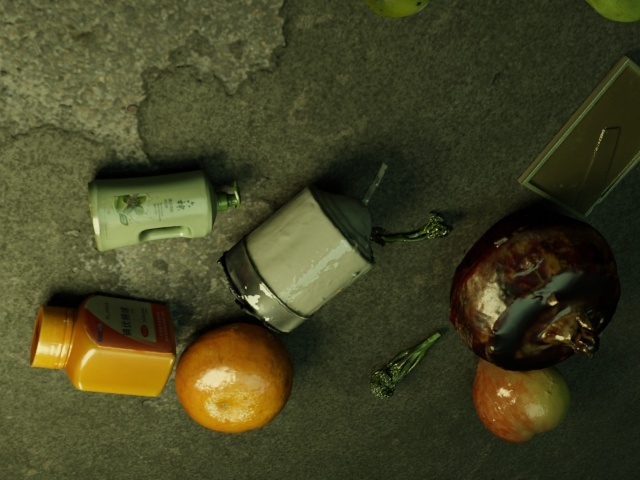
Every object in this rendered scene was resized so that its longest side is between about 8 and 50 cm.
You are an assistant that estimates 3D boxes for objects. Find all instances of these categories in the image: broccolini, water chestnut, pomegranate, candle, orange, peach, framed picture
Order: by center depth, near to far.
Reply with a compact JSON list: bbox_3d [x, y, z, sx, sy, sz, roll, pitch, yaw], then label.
[{"bbox_3d":[0.111,-0.379,0.978,0.130,0.130,0.130,-10,128,-13],"label":"pomegranate"},{"bbox_3d":[0.000,0.000,1.175,0.330,0.187,0.187,-39,128,10],"label":"candle"},{"bbox_3d":[-0.163,0.255,1.314,0.224,0.170,0.224,-1,118,-1],"label":"orange"},{"bbox_3d":[0.155,-0.006,1.317,0.194,0.054,0.052,-13,148,-8],"label":"broccolini"},{"bbox_3d":[0.421,0.117,1.334,0.350,0.302,0.351,-13,132,-15],"label":"water chestnut"},{"bbox_3d":[0.543,-0.185,1.334,0.211,0.020,0.290,22,115,-32],"label":"framed picture"},{"bbox_3d":[0.184,0.266,1.536,0.203,0.068,0.091,-48,141,-2],"label":"broccolini"},{"bbox_3d":[0.452,0.345,1.607,0.232,0.232,0.233,-10,128,-13],"label":"peach"}]

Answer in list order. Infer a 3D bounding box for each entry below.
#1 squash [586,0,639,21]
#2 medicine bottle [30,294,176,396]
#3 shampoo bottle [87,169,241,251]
[{"bbox_3d":[0.388,-0.459,1.014,0.370,0.118,0.118,35,108,-33],"label":"squash"},{"bbox_3d":[-0.371,0.176,1.190,0.222,0.149,0.112,12,120,-26],"label":"medicine bottle"},{"bbox_3d":[-0.242,-0.052,1.106,0.234,0.087,0.118,-8,124,-14],"label":"shampoo bottle"}]
